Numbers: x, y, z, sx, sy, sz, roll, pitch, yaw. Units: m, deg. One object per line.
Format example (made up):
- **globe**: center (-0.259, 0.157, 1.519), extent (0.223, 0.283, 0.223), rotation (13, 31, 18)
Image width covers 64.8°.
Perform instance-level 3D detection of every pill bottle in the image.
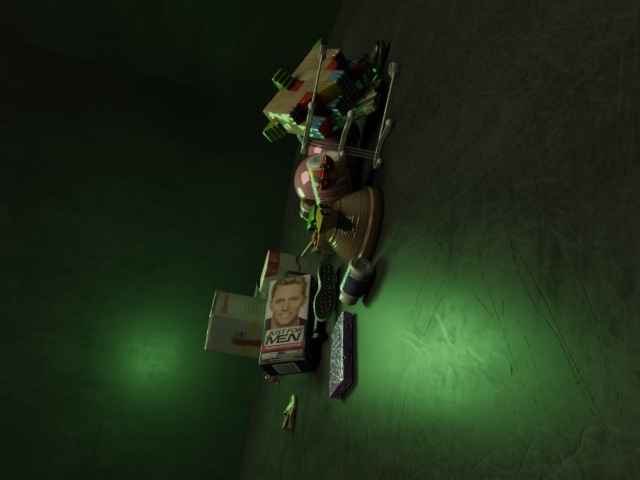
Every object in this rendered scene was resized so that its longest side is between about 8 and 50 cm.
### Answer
- **pill bottle**: center (0.040, -0.150, 1.529), extent (0.121, 0.121, 0.221), rotation (-98, -6, -63)
- **pill bottle**: center (0.090, 0.109, 1.305), extent (0.067, 0.067, 0.120), rotation (-92, 17, -55)

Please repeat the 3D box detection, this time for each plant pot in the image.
- **plant pot**: center (0.084, -0.042, 1.401), extent (0.237, 0.110, 0.237), rotation (-169, 90, -79)

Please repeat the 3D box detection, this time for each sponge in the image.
- **sponge**: center (0.056, 0.308, 1.366), extent (0.117, 0.031, 0.210), rotation (113, 166, -47)

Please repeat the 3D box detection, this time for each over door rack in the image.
- **over door rack**: center (0.085, -0.383, 1.413), extent (0.108, 0.239, 0.324), rotation (154, 126, -80)

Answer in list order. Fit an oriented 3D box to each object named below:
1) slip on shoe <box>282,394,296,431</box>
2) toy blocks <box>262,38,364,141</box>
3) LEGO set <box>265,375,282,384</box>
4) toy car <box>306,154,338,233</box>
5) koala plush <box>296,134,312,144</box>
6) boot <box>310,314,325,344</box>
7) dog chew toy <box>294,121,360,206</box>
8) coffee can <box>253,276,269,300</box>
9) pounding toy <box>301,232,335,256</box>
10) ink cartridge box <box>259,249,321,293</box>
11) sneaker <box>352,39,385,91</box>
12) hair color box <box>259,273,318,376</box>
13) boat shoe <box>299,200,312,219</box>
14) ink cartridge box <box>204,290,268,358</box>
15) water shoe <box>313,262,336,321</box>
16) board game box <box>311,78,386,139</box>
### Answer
- **slip on shoe**: center (-0.117, 0.648, 1.903), extent (0.051, 0.041, 0.135), rotation (120, 160, -61)
- **toy blocks**: center (0.001, -0.474, 1.614), extent (0.261, 0.191, 0.381), rotation (21, 71, 45)
- **LEGO set**: center (-0.222, 0.575, 2.431), extent (0.087, 0.093, 0.227), rotation (140, 141, -74)
- **toy car**: center (0.006, -0.089, 1.413), extent (0.225, 0.053, 0.239), rotation (116, 160, -61)
- **koala plush**: center (0.005, -0.530, 2.267), extent (0.221, 0.203, 0.196), rotation (-37, 41, 58)
- **boot**: center (-0.006, 0.293, 1.699), extent (0.121, 0.045, 0.099), rotation (115, 164, -65)
- **dog chew toy**: center (0.041, -0.271, 1.703), extent (0.206, 0.207, 0.332), rotation (145, 144, -76)
- **coffee can**: center (-0.255, 0.346, 2.579), extent (0.201, 0.201, 0.275), rotation (-98, 21, -63)
- **pounding toy**: center (0.000, 0.000, 1.845), extent (0.141, 0.100, 0.130), rotation (147, 135, -76)
- **ink cartridge box**: center (-0.118, 0.144, 1.994), extent (0.092, 0.218, 0.158), rotation (-95, 19, -56)
- **sneaker**: center (0.136, -0.583, 1.706), extent (0.227, 0.130, 0.087), rotation (122, 156, -57)
- **hair color box**: center (-0.106, 0.299, 1.815), extent (0.105, 0.174, 0.347), rotation (62, -157, -45)
- **boat shoe**: center (-0.012, -0.113, 1.864), extent (0.091, 0.109, 0.305), rotation (-65, -7, 20)
- **ink cartridge box**: center (-0.257, 0.349, 2.048), extent (0.279, 0.385, 0.160), rotation (-116, 39, -75)
- **water shoe**: center (0.025, 0.175, 1.653), extent (0.080, 0.073, 0.203), rotation (65, -152, -59)
- **board game box**: center (0.084, -0.412, 1.604), extent (0.260, 0.030, 0.136), rotation (-18, 43, 39)
